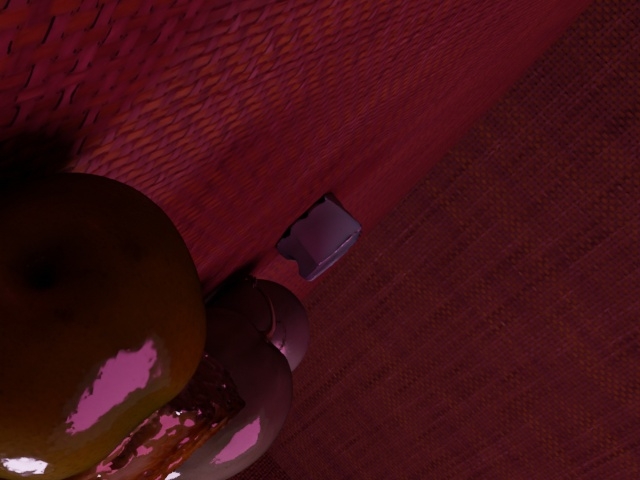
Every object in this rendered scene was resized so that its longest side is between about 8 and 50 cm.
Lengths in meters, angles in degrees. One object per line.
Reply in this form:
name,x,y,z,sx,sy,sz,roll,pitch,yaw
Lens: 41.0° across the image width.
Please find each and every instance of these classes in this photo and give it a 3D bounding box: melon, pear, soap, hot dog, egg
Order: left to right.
hot dog,-0.293,0.253,0.979,0.365,0.196,0.367,-45,169,-2
pear,-0.153,0.059,0.517,0.180,0.166,0.216,-56,167,-26
melon,-0.182,0.238,1.288,0.308,0.271,0.272,-28,178,14
egg,-0.112,0.161,1.515,0.186,0.186,0.253,-42,-178,-10
soap,0.000,0.000,1.584,0.145,0.091,0.230,-43,176,-2
